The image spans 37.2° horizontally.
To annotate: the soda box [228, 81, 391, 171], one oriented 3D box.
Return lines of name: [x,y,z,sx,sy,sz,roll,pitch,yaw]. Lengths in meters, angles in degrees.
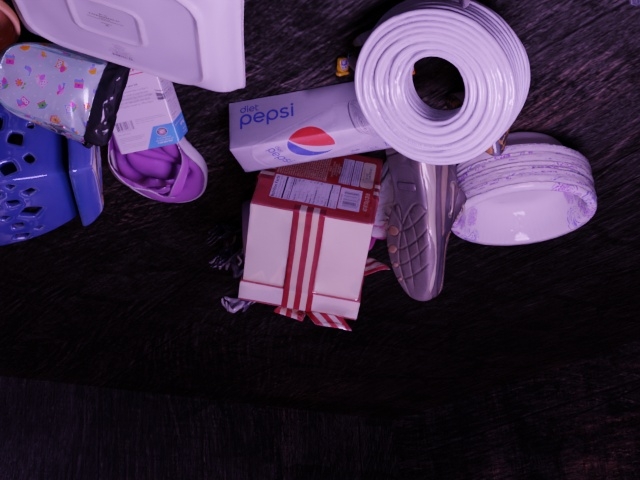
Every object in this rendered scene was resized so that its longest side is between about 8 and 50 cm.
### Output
soda box: [-0.011,-0.199,1.643,0.287,0.098,0.091,-8,156,12]

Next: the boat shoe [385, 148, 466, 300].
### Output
boat shoe: [0.206,-0.064,1.727,0.130,0.355,0.132,-12,-161,-29]

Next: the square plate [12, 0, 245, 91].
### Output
square plate: [-0.268,-0.303,1.235,0.347,0.049,0.344,18,164,1]

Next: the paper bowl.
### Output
paper bowl: [0.383,-0.107,1.849,0.284,0.148,0.284,-4,157,-2]

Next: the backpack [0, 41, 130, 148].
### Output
backpack: [-0.385,-0.228,1.395,0.182,0.151,0.115,18,-178,-7]

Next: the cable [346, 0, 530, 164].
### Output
cable: [0.178,-0.240,1.427,0.257,0.089,0.257,-32,100,36]

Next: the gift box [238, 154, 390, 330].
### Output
gift box: [0.000,0.000,1.758,0.277,0.255,0.258,14,128,4]

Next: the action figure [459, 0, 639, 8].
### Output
action figure: [0.326,-0.441,1.133,0.330,0.178,0.341,-10,129,-1]

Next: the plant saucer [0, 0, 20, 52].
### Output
plant saucer: [-0.526,-0.321,1.341,0.200,0.037,0.200,-1,162,0]

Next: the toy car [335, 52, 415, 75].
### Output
toy car: [0.088,-0.282,1.523,0.122,0.060,0.040,-8,125,-6]

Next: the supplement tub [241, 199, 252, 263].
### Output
supplement tub: [-0.063,-0.018,1.995,0.200,0.144,0.144,-3,157,-4]

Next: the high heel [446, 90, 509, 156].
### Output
high heel: [0.273,-0.179,1.615,0.093,0.186,0.261,-9,156,5]

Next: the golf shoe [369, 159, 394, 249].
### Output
golf shoe: [0.152,-0.082,1.889,0.115,0.140,0.306,12,151,-30]

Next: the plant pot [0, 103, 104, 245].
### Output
plant pot: [-0.469,-0.145,1.547,0.212,0.235,0.236,-6,157,-10]

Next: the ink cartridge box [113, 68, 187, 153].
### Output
ink cartridge box: [-0.289,-0.236,1.496,0.104,0.060,0.180,-9,114,13]

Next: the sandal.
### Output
sandal: [-0.312,-0.140,1.728,0.170,0.102,0.416,-5,157,4]

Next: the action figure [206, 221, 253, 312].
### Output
action figure: [-0.179,0.071,2.179,0.141,0.164,0.275,-27,143,6]
